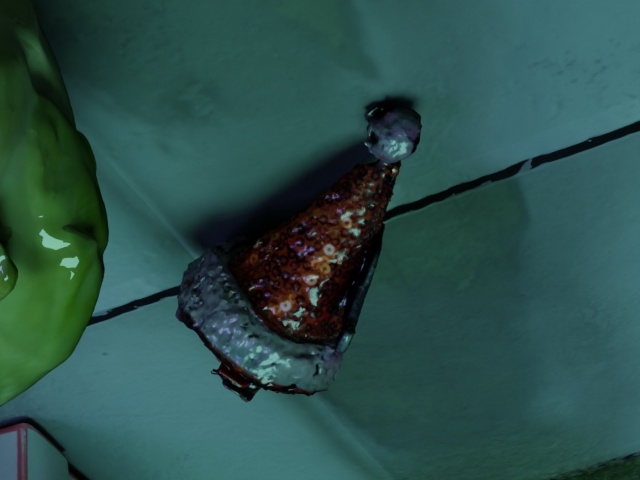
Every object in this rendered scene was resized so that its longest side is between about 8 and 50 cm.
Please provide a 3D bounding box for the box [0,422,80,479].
[{"bbox_3d":[-0.323,0.387,1.154,0.314,0.312,0.300,-17,144,10],"label":"box"}]

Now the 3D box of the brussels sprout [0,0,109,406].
[{"bbox_3d":[-0.275,-0.014,0.688,0.328,0.247,0.328,-19,145,-13],"label":"brussels sprout"}]

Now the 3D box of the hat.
[{"bbox_3d":[0.003,0.001,0.893,0.227,0.129,0.140,-54,168,24],"label":"hat"}]
